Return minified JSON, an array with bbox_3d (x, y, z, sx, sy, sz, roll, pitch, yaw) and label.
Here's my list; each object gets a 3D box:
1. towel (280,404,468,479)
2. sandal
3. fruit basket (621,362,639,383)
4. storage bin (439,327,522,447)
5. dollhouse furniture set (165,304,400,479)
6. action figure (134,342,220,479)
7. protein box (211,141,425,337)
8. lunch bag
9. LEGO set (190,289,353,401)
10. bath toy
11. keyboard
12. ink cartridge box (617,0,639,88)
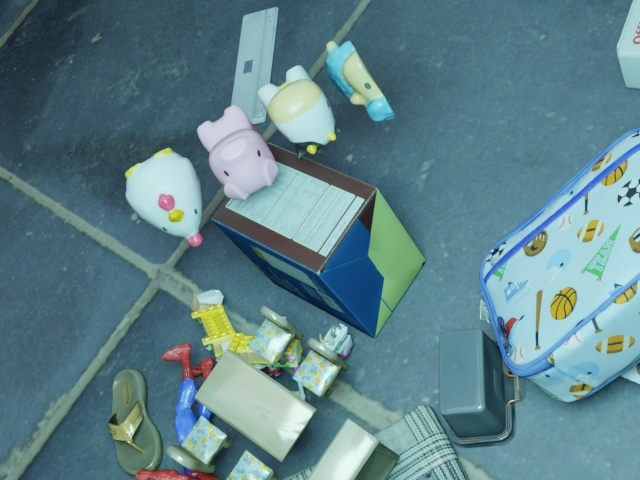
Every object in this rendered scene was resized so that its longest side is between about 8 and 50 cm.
[{"bbox_3d":[0.048,0.389,1.089,0.324,0.056,0.312,-30,53,10],"label":"towel"},{"bbox_3d":[-0.280,0.261,1.338,0.072,0.049,0.180,-27,53,11],"label":"sandal"},{"bbox_3d":[0.484,0.041,1.000,0.353,0.165,0.327,26,79,41],"label":"fruit basket"},{"bbox_3d":[0.190,0.174,1.119,0.098,0.091,0.135,-10,59,22],"label":"storage bin"},{"bbox_3d":[-0.044,0.218,1.076,0.242,0.161,0.212,31,82,21],"label":"dollhouse furniture set"},{"bbox_3d":[-0.196,0.294,1.246,0.139,0.091,0.280,-34,45,18],"label":"action figure"},{"bbox_3d":[0.000,0.000,1.249,0.201,0.200,0.136,26,75,36],"label":"protein box"},{"bbox_3d":[0.314,0.025,1.053,0.303,0.115,0.243,-43,30,28],"label":"lunch bag"},{"bbox_3d":[-0.097,0.162,1.294,0.287,0.107,0.132,10,33,36],"label":"LEGO set"},{"bbox_3d":[-0.084,-0.113,1.161,0.348,0.151,0.129,-31,85,5],"label":"bath toy"},{"bbox_3d":[-0.118,-0.307,1.613,0.072,0.014,0.256,-12,57,27],"label":"keyboard"},{"bbox_3d":[0.519,-0.274,1.212,0.208,0.087,0.153,14,70,32],"label":"ink cartridge box"}]
